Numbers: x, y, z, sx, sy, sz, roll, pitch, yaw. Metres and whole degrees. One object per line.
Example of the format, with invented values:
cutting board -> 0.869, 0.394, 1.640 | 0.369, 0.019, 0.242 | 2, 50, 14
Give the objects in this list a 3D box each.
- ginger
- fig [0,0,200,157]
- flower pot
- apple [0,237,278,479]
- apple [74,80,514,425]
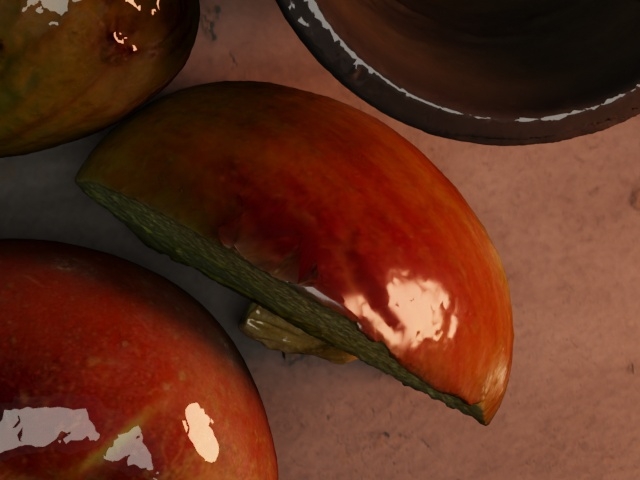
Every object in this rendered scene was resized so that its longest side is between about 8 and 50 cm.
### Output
ginger -> 0.042, 0.043, 1.542 | 0.205, 0.081, 0.115 | 4, 130, -18
fig -> -0.236, -0.118, 1.393 | 0.217, 0.217, 0.321 | 39, 89, -14
flower pot -> 0.108, -0.272, 1.404 | 0.379, 0.251, 0.379 | -2, 104, -9
apple -> -0.207, 0.163, 1.423 | 0.348, 0.277, 0.348 | -3, 104, -10
apple -> 0.000, 0.000, 1.434 | 0.346, 0.254, 0.179 | 31, 130, 5
